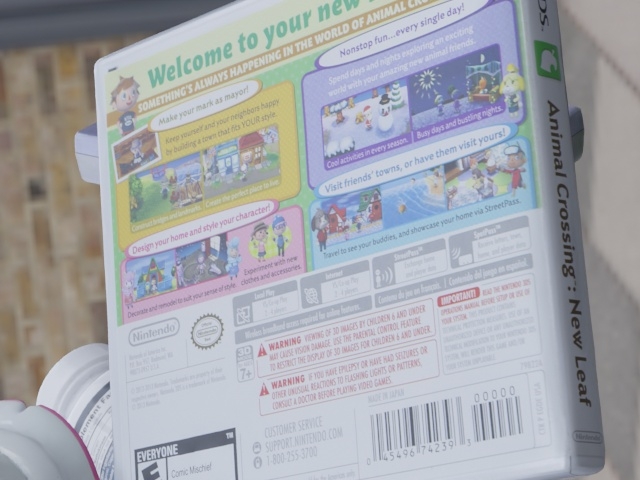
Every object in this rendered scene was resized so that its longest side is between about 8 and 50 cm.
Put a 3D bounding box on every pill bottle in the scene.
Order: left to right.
[{"bbox_3d":[-0.111,0.143,1.328,0.180,0.108,0.108,31,134,44],"label":"pill bottle"}]

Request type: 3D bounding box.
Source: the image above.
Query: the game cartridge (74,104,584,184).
[{"bbox_3d":[0.003,-0.079,1.585,0.230,0.355,0.068,-27,-59,-50],"label":"game cartridge"}]

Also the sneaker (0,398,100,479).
[{"bbox_3d":[-0.217,0.128,0.779,0.111,0.252,0.103,-35,-72,-70],"label":"sneaker"}]

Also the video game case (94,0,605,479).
[{"bbox_3d":[0.000,0.000,0.693,0.212,0.023,0.193,-17,72,41],"label":"video game case"}]
